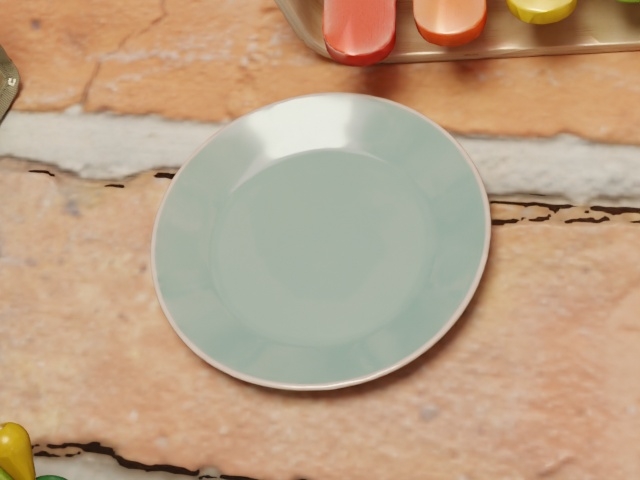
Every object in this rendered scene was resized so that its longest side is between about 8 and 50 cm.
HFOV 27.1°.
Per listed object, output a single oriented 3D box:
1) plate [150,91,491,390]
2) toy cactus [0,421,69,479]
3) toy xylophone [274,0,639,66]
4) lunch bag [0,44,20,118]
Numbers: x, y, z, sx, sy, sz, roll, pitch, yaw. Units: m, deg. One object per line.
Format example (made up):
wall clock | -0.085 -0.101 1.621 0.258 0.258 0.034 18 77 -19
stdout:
plate | 0.000 0.000 0.727 0.188 0.024 0.188 -5 60 8
toy cactus | -0.119 0.167 0.615 0.180 0.112 0.219 -14 49 -9
toy xylophone | 0.120 -0.202 0.792 0.322 0.081 0.236 -9 58 5
lunch bag | -0.339 -0.044 0.733 0.235 0.169 0.287 10 57 16
